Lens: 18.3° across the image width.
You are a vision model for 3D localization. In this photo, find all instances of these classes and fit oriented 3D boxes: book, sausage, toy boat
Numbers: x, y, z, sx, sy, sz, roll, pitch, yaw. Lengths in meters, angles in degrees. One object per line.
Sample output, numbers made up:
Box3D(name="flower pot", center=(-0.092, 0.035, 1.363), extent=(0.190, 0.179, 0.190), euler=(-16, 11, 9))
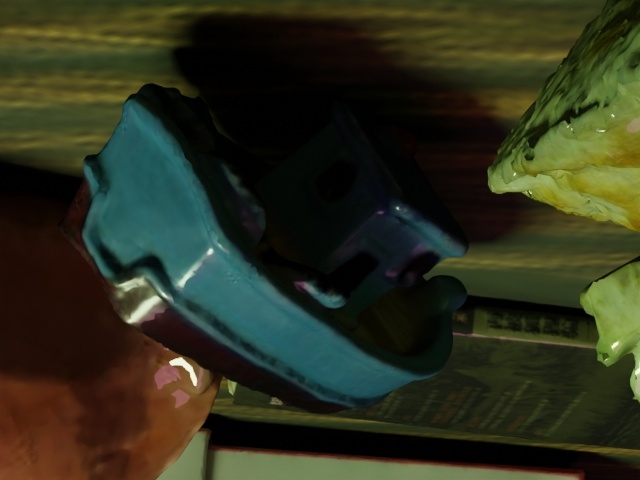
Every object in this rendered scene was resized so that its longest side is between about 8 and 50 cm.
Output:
Box3D(name="book", center=(0.075, 0.061, 0.926), extent=(0.228, 0.024, 0.160), euler=(7, 161, -5))
Box3D(name="sausage", center=(-0.168, 0.046, 0.761), extent=(0.254, 0.148, 0.148), euler=(13, 161, -24))
Box3D(name="toy boat", center=(0.000, 0.000, 0.677), extent=(0.097, 0.100, 0.223), euler=(-38, 155, 11))

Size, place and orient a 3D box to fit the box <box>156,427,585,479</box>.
Box3D(name="box", center=(-0.010, 0.295, 1.209), extent=(0.300, 0.312, 0.314), euler=(4, 163, -1))

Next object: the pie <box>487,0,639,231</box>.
Box3D(name="pie", center=(0.152, -0.050, 0.465), extent=(0.201, 0.090, 0.248), euler=(0, 165, -18))

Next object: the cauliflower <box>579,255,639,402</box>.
Box3D(name="cauliflower", center=(0.208, 0.072, 0.692), extent=(0.272, 0.250, 0.275), euler=(-30, 151, -41))
